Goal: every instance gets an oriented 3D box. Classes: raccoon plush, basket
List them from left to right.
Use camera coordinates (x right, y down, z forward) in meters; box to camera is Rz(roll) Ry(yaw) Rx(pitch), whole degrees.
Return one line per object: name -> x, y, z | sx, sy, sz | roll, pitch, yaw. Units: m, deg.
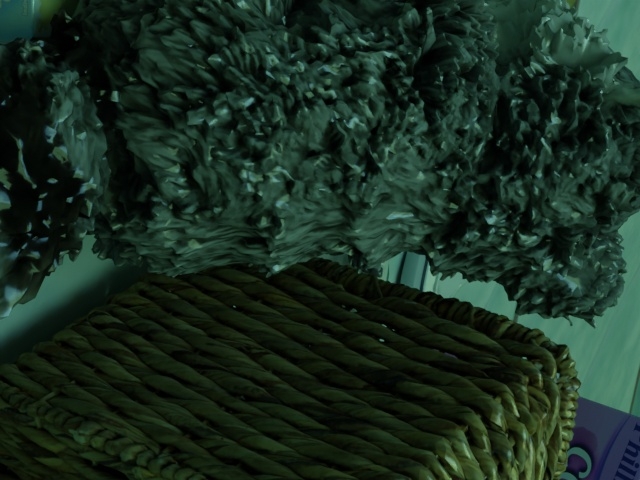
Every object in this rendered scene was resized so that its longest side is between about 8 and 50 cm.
basket -> -0.020, 0.153, 0.756 | 0.223, 0.299, 0.213 | -36, 132, -45
raccoon plush -> 0.000, 0.000, 0.626 | 0.446, 0.299, 0.216 | -52, 173, -33

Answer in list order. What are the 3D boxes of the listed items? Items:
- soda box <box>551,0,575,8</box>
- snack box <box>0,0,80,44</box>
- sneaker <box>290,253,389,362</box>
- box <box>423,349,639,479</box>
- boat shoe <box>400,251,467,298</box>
soda box -> 0.179, -0.273, 1.107 | 0.058, 0.061, 0.181 | -62, 147, -15
snack box -> -0.114, -0.269, 0.603 | 0.187, 0.060, 0.321 | -47, 145, -64
sneaker -> -0.006, 0.113, 0.970 | 0.110, 0.107, 0.275 | 65, 45, -67
box -> 0.181, 0.247, 1.190 | 0.213, 0.243, 0.117 | -63, 147, -14
boat shoe -> 0.151, -0.024, 1.170 | 0.226, 0.076, 0.083 | -62, 146, -17
